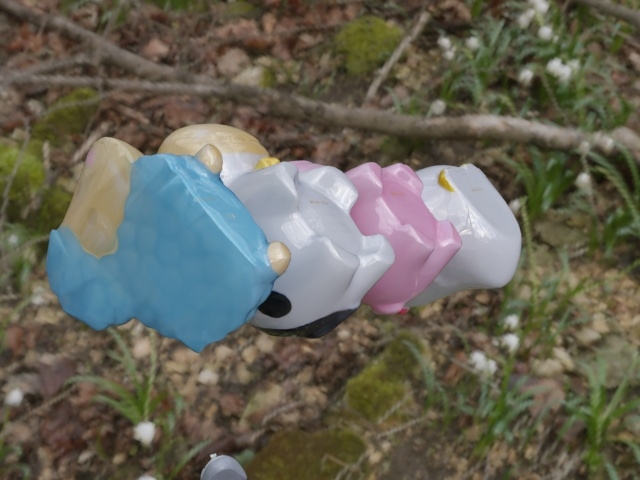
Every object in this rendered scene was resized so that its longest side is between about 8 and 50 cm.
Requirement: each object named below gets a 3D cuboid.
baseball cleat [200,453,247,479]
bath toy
[{"bbox_3d":[-0.116,0.390,1.383,0.072,0.206,0.109,-18,36,-22],"label":"baseball cleat"},{"bbox_3d":[0.000,0.000,0.652,0.348,0.129,0.151,0,52,-54],"label":"bath toy"}]
